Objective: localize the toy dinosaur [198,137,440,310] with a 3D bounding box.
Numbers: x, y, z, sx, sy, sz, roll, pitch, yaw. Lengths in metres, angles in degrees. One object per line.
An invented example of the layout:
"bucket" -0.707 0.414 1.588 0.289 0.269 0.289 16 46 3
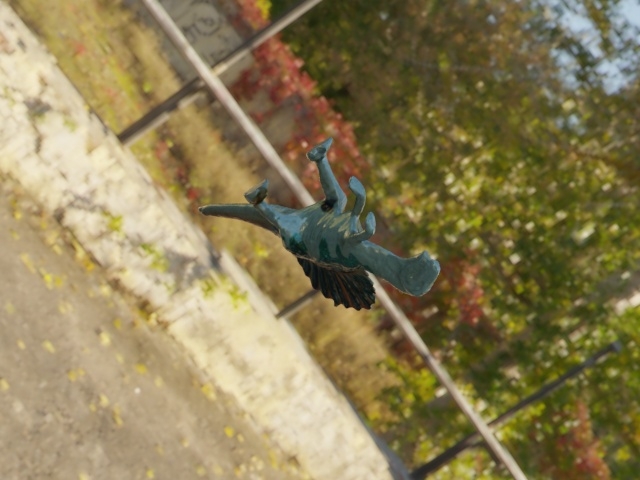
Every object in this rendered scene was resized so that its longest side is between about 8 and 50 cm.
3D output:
"toy dinosaur" -0.003 0.002 0.680 0.106 0.187 0.044 54 51 -11
